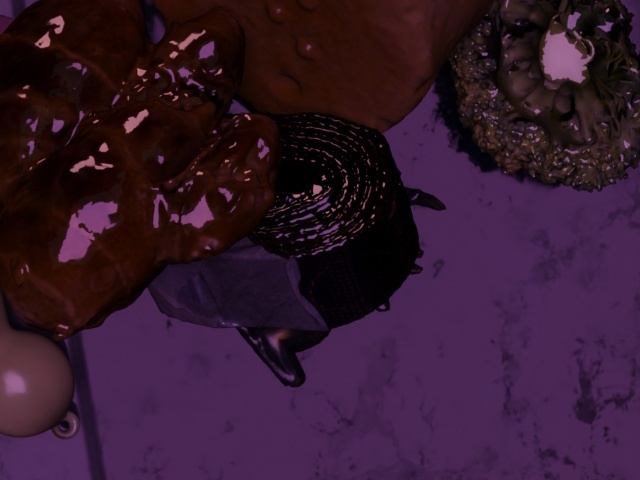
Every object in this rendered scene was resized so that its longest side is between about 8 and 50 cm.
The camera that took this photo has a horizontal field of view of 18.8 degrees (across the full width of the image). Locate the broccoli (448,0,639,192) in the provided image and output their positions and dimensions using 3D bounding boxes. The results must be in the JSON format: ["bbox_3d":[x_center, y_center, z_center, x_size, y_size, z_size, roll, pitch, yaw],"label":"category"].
[{"bbox_3d":[0.222,-0.168,1.874,0.198,0.176,0.226,-9,112,-11],"label":"broccoli"}]

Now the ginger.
[{"bbox_3d":[-0.185,-0.097,1.701,0.274,0.152,0.357,-26,57,9],"label":"ginger"}]

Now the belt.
[{"bbox_3d":[-0.055,-0.011,1.795,0.289,0.164,0.184,2,58,17],"label":"belt"}]

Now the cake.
[{"bbox_3d":[0.030,-0.308,1.809,0.332,0.332,0.321,36,58,-4],"label":"cake"}]

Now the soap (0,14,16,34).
[{"bbox_3d":[-0.374,-0.100,1.828,0.181,0.081,0.259,15,63,3],"label":"soap"}]

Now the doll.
[{"bbox_3d":[-0.349,0.090,1.890,0.141,0.117,0.296,-47,108,-15],"label":"doll"}]

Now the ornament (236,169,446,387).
[{"bbox_3d":[0.000,0.000,1.916,0.236,0.080,0.202,-39,89,1],"label":"ornament"}]
